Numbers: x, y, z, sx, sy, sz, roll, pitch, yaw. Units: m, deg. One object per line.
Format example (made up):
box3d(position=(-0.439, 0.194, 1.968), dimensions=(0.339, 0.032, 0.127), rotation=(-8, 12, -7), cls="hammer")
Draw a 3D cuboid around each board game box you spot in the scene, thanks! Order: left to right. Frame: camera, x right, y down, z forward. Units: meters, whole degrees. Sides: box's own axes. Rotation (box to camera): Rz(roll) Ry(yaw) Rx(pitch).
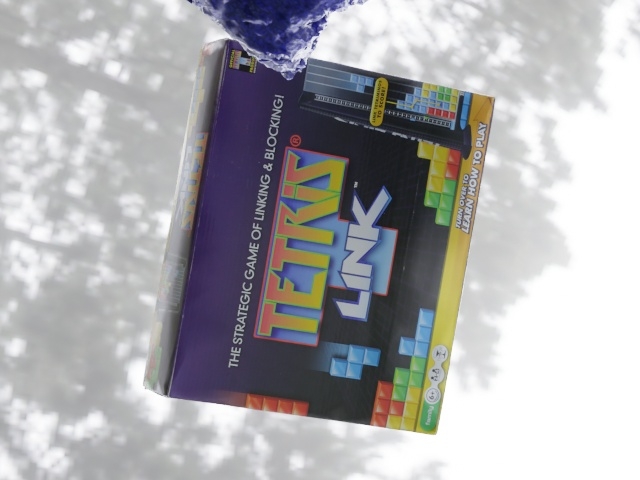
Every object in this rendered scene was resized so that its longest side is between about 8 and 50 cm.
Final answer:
box3d(position=(0.000, 0.000, 0.839), dimensions=(0.048, 0.141, 0.170), rotation=(-173, -88, -68), cls="board game box")

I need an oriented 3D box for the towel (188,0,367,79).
box3d(position=(-0.056, -0.229, 0.577), dimensions=(0.227, 0.308, 0.076), rotation=(-49, -173, -18), cls="towel")
